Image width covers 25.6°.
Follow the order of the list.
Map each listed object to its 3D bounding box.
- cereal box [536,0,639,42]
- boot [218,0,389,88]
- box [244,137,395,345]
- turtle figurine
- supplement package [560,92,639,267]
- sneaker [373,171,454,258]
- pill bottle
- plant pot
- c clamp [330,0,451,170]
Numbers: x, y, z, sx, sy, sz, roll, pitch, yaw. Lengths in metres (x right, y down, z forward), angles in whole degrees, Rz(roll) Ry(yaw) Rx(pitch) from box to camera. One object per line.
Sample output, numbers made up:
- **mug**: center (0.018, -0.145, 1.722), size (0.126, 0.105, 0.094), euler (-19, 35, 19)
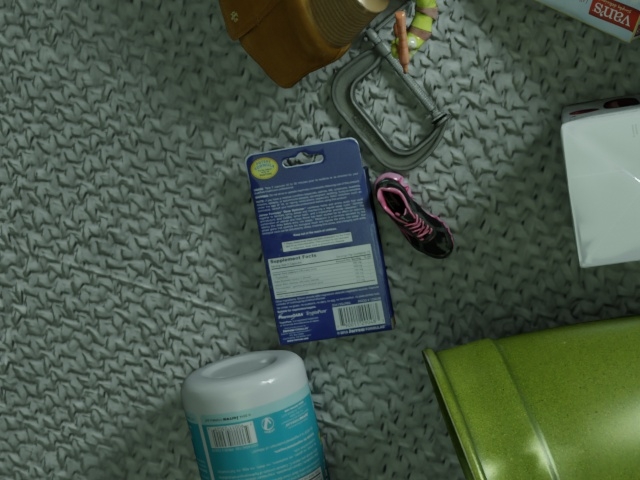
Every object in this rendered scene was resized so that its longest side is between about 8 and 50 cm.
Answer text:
- **cereal box**: center (0.290, -0.344, 1.432), size (0.173, 0.047, 0.240), euler (31, 121, 24)
- **boot**: center (-0.056, -0.319, 1.490), size (0.211, 0.104, 0.295), euler (-26, 89, 52)
- **box**: center (0.000, 0.000, 1.606), size (0.136, 0.036, 0.225), euler (-8, 101, 11)
- **turtle figurine**: center (0.124, -0.309, 1.429), size (0.087, 0.217, 0.269), euler (8, 105, -3)
- **supplement package**: center (0.350, -0.072, 1.447), size (0.194, 0.203, 0.149), euler (-7, 99, 10)
- **sneaker**: center (0.102, -0.023, 1.574), size (0.047, 0.057, 0.119), euler (-44, 92, 13)
- **pill bottle**: center (-0.064, 0.268, 1.613), size (0.146, 0.146, 0.264), euler (-10, 99, 11)
- **plant pot**: center (0.332, 0.225, 1.459), size (0.353, 0.366, 0.366), euler (-21, 97, 1)
- **c clamp**: center (0.086, -0.164, 1.567), size (0.137, 0.022, 0.161), euler (-33, 93, 14)
